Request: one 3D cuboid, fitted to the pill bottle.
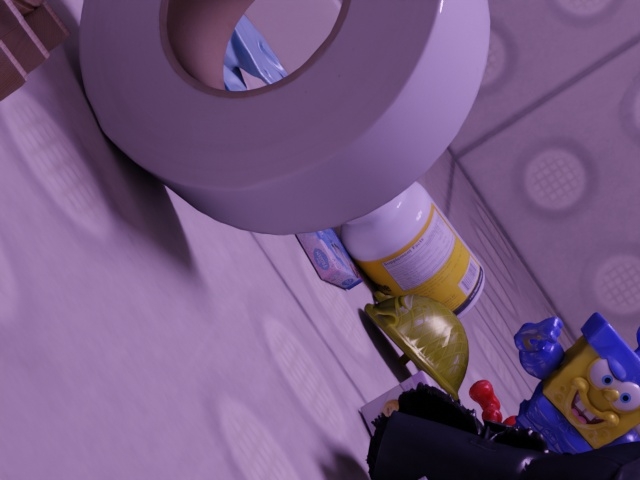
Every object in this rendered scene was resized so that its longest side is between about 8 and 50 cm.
[{"bbox_3d":[0.084,0.001,1.922,0.184,0.103,0.103,50,12,-34],"label":"pill bottle"}]

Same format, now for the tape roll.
[{"bbox_3d":[-0.026,-0.152,1.332,0.100,0.286,0.286,40,20,-58],"label":"tape roll"}]

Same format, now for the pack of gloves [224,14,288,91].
[{"bbox_3d":[-0.098,-0.164,1.794,0.232,0.046,0.195,46,26,-35],"label":"pack of gloves"}]

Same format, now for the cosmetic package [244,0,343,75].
[{"bbox_3d":[0.009,-0.215,2.216,0.309,0.113,0.160,57,10,5],"label":"cosmetic package"}]

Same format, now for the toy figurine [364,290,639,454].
[{"bbox_3d":[0.238,0.126,1.825,0.362,0.217,0.191,48,12,-5],"label":"toy figurine"}]

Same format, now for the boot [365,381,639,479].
[{"bbox_3d":[0.154,0.170,1.396,0.207,0.094,0.246,16,3,18],"label":"boot"}]

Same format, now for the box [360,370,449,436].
[{"bbox_3d":[0.123,0.246,1.448,0.063,0.067,0.324,43,18,-49],"label":"box"}]

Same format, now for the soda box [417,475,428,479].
[{"bbox_3d":[0.063,0.227,1.218,0.058,0.063,0.183,54,10,-15],"label":"soda box"}]

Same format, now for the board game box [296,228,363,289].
[{"bbox_3d":[0.000,0.000,1.756,0.090,0.020,0.090,60,11,15],"label":"board game box"}]

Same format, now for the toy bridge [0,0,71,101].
[{"bbox_3d":[-0.200,-0.135,1.192,0.063,0.026,0.188,54,10,-12],"label":"toy bridge"}]
